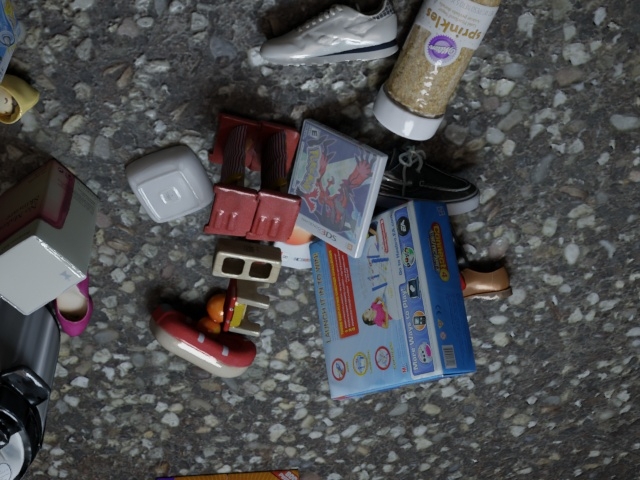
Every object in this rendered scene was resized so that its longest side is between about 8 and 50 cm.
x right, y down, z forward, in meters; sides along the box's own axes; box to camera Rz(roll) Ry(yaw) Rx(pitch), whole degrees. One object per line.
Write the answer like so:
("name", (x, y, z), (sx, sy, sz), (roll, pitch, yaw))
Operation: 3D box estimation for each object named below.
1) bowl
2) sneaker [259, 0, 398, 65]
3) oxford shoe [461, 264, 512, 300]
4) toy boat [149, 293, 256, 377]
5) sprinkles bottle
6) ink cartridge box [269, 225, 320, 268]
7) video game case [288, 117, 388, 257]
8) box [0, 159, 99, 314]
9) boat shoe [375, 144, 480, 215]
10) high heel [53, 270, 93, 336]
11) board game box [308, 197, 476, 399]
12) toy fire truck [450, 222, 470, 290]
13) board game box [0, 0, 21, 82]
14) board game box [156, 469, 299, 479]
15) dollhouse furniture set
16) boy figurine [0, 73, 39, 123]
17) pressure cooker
("bowl", (-0.281, -0.097, 1.743), (0.142, 0.053, 0.142), (-19, 126, 9))
("sneaker", (0.012, -0.347, 1.563), (0.235, 0.090, 0.094), (-9, 116, -2))
("oxford shoe", (0.287, 0.092, 1.943), (0.212, 0.076, 0.076), (-10, 98, 6))
("toy boat", (-0.228, 0.179, 1.930), (0.231, 0.151, 0.151), (33, 90, -26))
("sprinkles bottle", (0.207, -0.341, 1.550), (0.121, 0.121, 0.355), (15, 125, -16))
("ink cartridge box", (0.000, 0.000, 1.850), (0.179, 0.045, 0.145), (14, 126, -12))
("video game case", (0.022, -0.095, 1.683), (0.023, 0.183, 0.201), (-17, 128, -49))
("box", (-0.503, -0.009, 1.678), (0.149, 0.232, 0.127), (-31, 125, 18))
("boat shoe", (0.148, -0.125, 1.724), (0.306, 0.113, 0.104), (11, 122, 6))
("high heel", (-0.493, 0.126, 1.858), (0.082, 0.117, 0.244), (11, 126, -13))
("board game box", (0.120, 0.115, 1.693), (0.086, 0.308, 0.302), (2, 164, -38))
("toy fire truck", (0.199, 0.068, 1.790), (0.159, 0.246, 0.217), (-23, 127, 12))
("board game box", (-0.515, -0.336, 1.440), (0.035, 0.201, 0.136), (-8, 129, 1))
("board game box", (-0.216, 0.821, 2.276), (0.357, 0.356, 0.356), (-2, 129, -3))
("dollhouse furniture set", (-0.150, -0.022, 1.731), (0.152, 0.201, 0.374), (9, 133, -12))
("boy figurine", (-0.622, -0.258, 1.565), (0.285, 0.092, 0.177), (17, 122, -13))
("pressure cooker", (-0.709, 0.299, 1.785), (0.376, 0.420, 0.369), (13, 124, -15))
